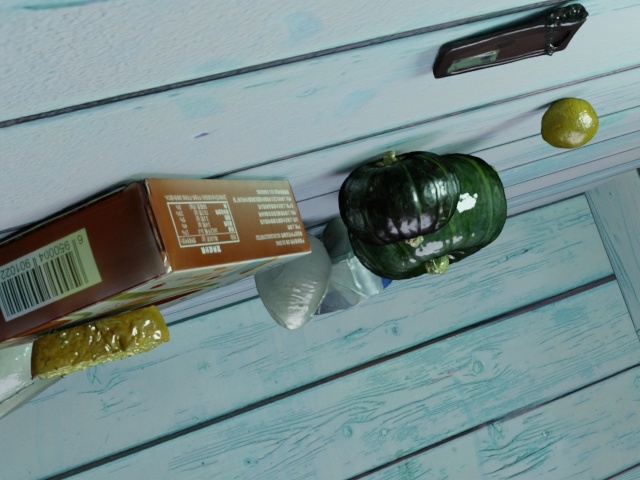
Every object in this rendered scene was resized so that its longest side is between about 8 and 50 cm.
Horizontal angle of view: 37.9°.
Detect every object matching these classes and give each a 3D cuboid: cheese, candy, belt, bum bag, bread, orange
[{"bbox_3d":[-0.062,0.070,1.991,0.154,0.198,0.189,20,115,-25],"label":"cheese"},{"bbox_3d":[-0.610,0.232,1.768,0.295,0.185,0.295,-35,173,-5],"label":"candy"},{"bbox_3d":[0.026,0.081,2.212,0.212,0.117,0.347,-29,-169,-25],"label":"belt"},{"bbox_3d":[0.200,-0.212,1.002,0.159,0.026,0.109,-13,174,-1],"label":"bum bag"},{"bbox_3d":[-0.298,0.137,1.234,0.187,0.065,0.103,-17,177,-24],"label":"bread"},{"bbox_3d":[0.408,-0.192,1.533,0.095,0.085,0.085,-26,171,39],"label":"orange"}]

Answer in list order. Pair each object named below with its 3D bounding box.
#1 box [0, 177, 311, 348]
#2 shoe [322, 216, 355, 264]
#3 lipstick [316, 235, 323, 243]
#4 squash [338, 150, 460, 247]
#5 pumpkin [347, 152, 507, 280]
[{"bbox_3d":[-0.252,0.029,1.290,0.344,0.122,0.385,-21,174,25],"label":"box"},{"bbox_3d":[0.033,-0.011,2.081,0.079,0.078,0.195,-21,-162,9],"label":"shoe"},{"bbox_3d":[0.000,0.000,2.355,0.094,0.019,0.019,-18,174,-1],"label":"lipstick"},{"bbox_3d":[0.125,-0.067,1.480,0.193,0.156,0.193,4,-176,0],"label":"squash"},{"bbox_3d":[0.198,-0.037,1.708,0.300,0.207,0.300,-21,166,-6],"label":"pumpkin"}]
